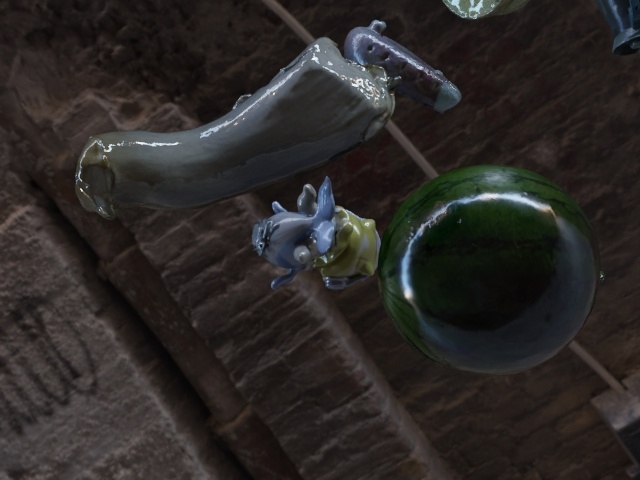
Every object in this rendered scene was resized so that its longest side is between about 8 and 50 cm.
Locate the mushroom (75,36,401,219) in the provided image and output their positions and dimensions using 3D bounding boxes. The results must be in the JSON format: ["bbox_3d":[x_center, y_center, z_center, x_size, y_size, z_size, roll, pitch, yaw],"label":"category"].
[{"bbox_3d":[-0.061,-0.084,0.477,0.278,0.099,0.096,-23,-25,-8],"label":"mushroom"}]

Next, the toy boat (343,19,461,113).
[{"bbox_3d":[0.148,-0.308,1.012,0.085,0.227,0.155,-62,-7,25],"label":"toy boat"}]

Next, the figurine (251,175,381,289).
[{"bbox_3d":[0.000,0.000,0.786,0.183,0.128,0.208,4,-17,-10],"label":"figurine"}]

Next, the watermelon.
[{"bbox_3d":[0.184,0.033,0.651,0.242,0.242,0.242,-35,1,1],"label":"watermelon"}]

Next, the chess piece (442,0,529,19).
[{"bbox_3d":[0.449,-0.578,1.140,0.442,0.234,0.234,-18,-6,-26],"label":"chess piece"}]

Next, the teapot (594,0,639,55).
[{"bbox_3d":[0.807,-0.616,1.513,0.171,0.225,0.203,-13,-8,27],"label":"teapot"}]
